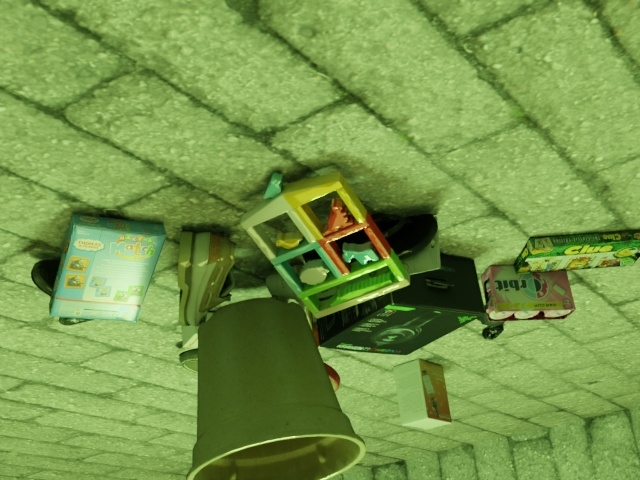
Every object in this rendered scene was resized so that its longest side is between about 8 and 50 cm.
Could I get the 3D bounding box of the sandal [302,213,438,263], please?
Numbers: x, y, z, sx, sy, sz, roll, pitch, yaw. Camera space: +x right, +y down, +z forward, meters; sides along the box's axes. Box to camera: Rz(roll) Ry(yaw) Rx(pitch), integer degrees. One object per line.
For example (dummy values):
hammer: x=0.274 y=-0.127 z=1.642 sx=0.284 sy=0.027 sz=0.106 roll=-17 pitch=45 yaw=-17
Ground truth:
sandal: x=0.085 y=-0.004 z=1.538 sx=0.254 sy=0.097 sz=0.054 roll=-12 pitch=128 yaw=10

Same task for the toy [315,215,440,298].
toy: x=0.109 y=0.044 z=1.573 sx=0.237 sy=0.137 sz=0.056 roll=-12 pitch=132 yaw=16

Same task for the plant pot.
plant pot: x=-0.109 y=0.289 z=1.631 sx=0.334 sy=0.305 sz=0.334 roll=-10 pitch=150 yaw=-6

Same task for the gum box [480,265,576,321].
gum box: x=0.442 y=0.113 z=1.839 sx=0.188 sy=0.107 sz=0.062 roll=0 pitch=154 yaw=-12

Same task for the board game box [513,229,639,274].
board game box: x=0.545 y=0.025 z=1.771 sx=0.260 sy=0.030 sz=0.136 roll=-4 pitch=153 yaw=-4

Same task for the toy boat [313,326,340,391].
toy boat: x=-0.048 y=0.268 z=2.017 sx=0.231 sy=0.151 sz=0.151 roll=33 pitch=150 yaw=-6

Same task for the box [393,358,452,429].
box: x=0.289 y=0.437 z=2.411 sx=0.091 sy=0.170 sz=0.130 roll=-24 pitch=150 yaw=33

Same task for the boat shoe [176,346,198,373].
boat shoe: x=-0.235 y=0.327 z=2.148 sx=0.109 sy=0.091 sz=0.305 roll=-24 pitch=150 yaw=32

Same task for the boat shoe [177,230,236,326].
boat shoe: x=-0.215 y=0.085 z=1.619 sx=0.103 sy=0.113 sz=0.302 roll=3 pitch=153 yaw=-7

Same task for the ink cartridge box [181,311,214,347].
ink cartridge box: x=-0.237 y=0.206 z=1.933 sx=0.135 sy=0.056 sz=0.099 roll=6 pitch=153 yaw=-25

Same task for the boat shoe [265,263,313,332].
boat shoe: x=-0.067 y=0.137 z=1.792 sx=0.096 sy=0.098 sz=0.277 roll=-6 pitch=146 yaw=1

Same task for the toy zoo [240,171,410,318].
toy zoo: x=0.000 y=0.000 z=1.437 sx=0.192 sy=0.030 sz=0.293 roll=-22 pitch=124 yaw=22

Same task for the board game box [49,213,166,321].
board game box: x=-0.378 y=0.053 z=1.506 sx=0.160 sy=0.039 sz=0.211 roll=7 pitch=127 yaw=-27

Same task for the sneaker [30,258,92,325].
sneaker: x=-0.487 y=0.107 z=1.630 sx=0.130 sy=0.087 sz=0.227 roll=-24 pitch=156 yaw=20

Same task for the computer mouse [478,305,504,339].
computer mouse: x=0.429 y=0.215 z=2.130 sx=0.071 sy=0.041 sz=0.242 roll=-11 pitch=155 yaw=7

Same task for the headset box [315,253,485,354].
headset box: x=0.166 y=0.127 z=1.776 sx=0.246 sy=0.131 sz=0.283 roll=10 pitch=150 yaw=-32
